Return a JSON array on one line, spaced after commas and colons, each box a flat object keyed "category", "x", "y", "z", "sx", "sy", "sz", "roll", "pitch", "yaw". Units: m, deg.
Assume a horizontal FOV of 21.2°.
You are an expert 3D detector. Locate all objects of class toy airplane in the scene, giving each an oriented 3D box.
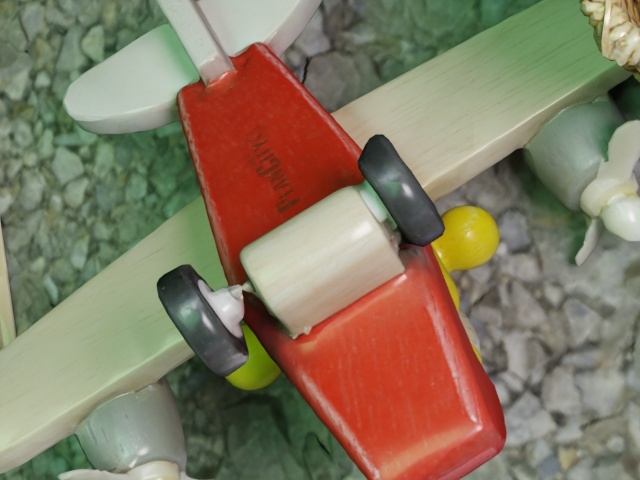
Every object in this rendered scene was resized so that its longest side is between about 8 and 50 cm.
[{"category": "toy airplane", "x": 0.000, "y": 0.000, "z": 1.022, "sx": 0.386, "sy": 0.272, "sz": 0.384, "roll": -3, "pitch": 47, "yaw": 38}]

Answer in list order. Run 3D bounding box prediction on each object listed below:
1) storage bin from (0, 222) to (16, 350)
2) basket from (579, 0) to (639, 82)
[{"category": "storage bin", "x": -0.380, "y": -0.010, "z": 1.288, "sx": 0.262, "sy": 0.123, "sz": 0.260, "roll": -15, "pitch": 79, "yaw": 28}, {"category": "basket", "x": 0.222, "y": -0.226, "z": 0.856, "sx": 0.213, "sy": 0.223, "sz": 0.299, "roll": -22, "pitch": 70, "yaw": 23}]
